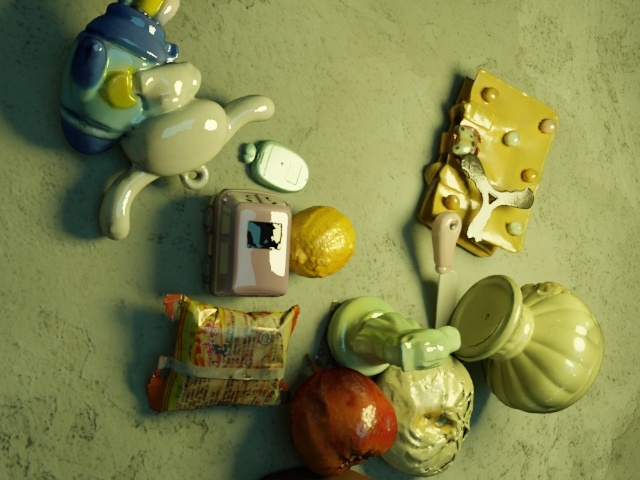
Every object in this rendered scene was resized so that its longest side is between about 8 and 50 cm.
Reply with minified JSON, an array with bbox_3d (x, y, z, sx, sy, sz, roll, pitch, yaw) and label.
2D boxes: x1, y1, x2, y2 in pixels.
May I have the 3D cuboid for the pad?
[{"bbox_3d":[0.099,0.242,1.309,0.235,0.003,0.158,24,78,-27],"label":"pad"}]

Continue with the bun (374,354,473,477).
[{"bbox_3d":[0.239,0.378,1.303,0.287,0.146,0.287,0,89,-31],"label":"bun"}]

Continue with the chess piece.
[{"bbox_3d":[0.152,0.199,1.169,0.176,0.298,0.175,1,88,-28],"label":"chess piece"}]

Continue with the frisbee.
[{"bbox_3d":[0.377,-0.085,1.349,0.211,0.012,0.187,33,78,-12],"label":"frisbee"}]

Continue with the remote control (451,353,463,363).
[{"bbox_3d":[0.312,0.292,1.424,0.091,0.016,0.034,-12,91,-30],"label":"remote control"}]

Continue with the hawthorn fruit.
[{"bbox_3d":[0.027,0.327,1.173,0.207,0.207,0.243,-4,51,-30],"label":"hawthorn fruit"}]

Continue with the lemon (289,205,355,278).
[{"bbox_3d":[0.000,0.000,1.179,0.187,0.142,0.142,-24,101,-48],"label":"lemon"}]

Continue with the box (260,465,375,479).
[{"bbox_3d":[0.012,0.620,1.121,0.239,0.229,0.339,0,88,-31],"label":"box"}]

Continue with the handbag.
[{"bbox_3d":[0.406,-0.181,1.433,0.283,0.133,0.401,25,79,-19],"label":"handbag"}]

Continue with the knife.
[{"bbox_3d":[0.287,0.091,1.367,0.081,0.043,0.335,-18,118,-33],"label":"knife"}]

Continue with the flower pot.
[{"bbox_3d":[0.452,0.217,1.349,0.244,0.307,0.307,30,74,-20],"label":"flower pot"}]

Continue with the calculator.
[{"bbox_3d":[-0.089,-0.151,1.200,0.153,0.021,0.095,24,77,-31],"label":"calculator"}]

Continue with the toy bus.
[{"bbox_3d":[-0.133,0.006,1.101,0.142,0.142,0.202,4,86,-29],"label":"toy bus"}]

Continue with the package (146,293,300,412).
[{"bbox_3d":[-0.160,0.211,1.090,0.288,0.108,0.223,4,100,-33],"label":"package"}]

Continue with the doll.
[{"bbox_3d":[-0.302,-0.242,1.006,0.376,0.187,0.365,-52,124,-33],"label":"doll"}]
